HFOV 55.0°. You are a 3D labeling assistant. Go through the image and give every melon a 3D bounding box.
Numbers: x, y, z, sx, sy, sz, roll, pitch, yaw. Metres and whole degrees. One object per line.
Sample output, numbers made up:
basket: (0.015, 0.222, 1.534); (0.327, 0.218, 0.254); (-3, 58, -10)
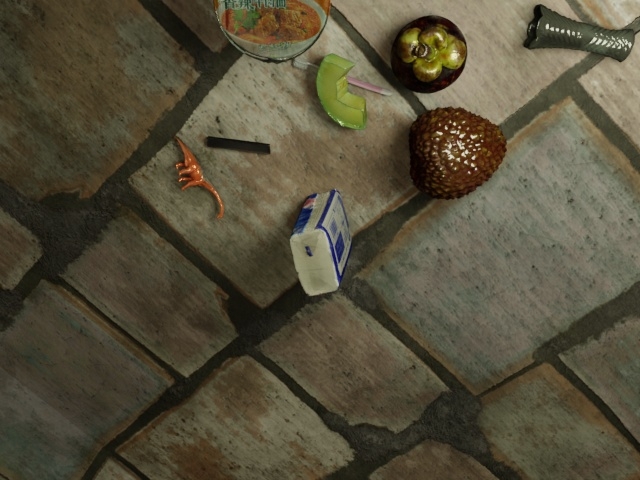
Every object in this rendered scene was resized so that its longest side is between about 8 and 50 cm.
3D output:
melon: (0.058, -0.402, 1.656); (0.118, 0.064, 0.209); (2, 129, 22)

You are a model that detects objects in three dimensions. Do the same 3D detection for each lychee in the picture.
lychee: (0.360, -0.232, 1.610); (0.271, 0.271, 0.271); (5, 118, 9)

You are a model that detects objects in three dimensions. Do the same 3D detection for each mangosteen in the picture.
mangosteen: (0.266, -0.456, 1.517); (0.192, 0.217, 0.192); (4, 111, 11)

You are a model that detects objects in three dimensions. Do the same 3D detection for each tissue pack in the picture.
tissue pack: (0.000, 0.000, 1.773); (0.137, 0.269, 0.209); (-6, 119, 15)

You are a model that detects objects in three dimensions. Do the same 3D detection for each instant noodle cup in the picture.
instant noodle cup: (-0.098, -0.607, 1.510); (0.296, 0.214, 0.296); (5, 118, 9)

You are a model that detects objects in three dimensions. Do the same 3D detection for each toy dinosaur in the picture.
toy dinosaur: (-0.381, -0.186, 1.871); (0.101, 0.055, 0.279); (-21, 110, -4)

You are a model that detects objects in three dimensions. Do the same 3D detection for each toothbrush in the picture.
toothbrush: (0.060, -0.443, 1.675); (0.286, 0.020, 0.025); (19, 127, 2)

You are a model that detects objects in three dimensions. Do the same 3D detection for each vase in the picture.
vase: (0.630, -0.496, 1.494); (0.237, 0.115, 0.115); (13, 119, 2)

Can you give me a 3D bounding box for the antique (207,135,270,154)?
antique: (-0.242, -0.282, 1.819); (0.192, 0.015, 0.031); (8, 117, 6)
